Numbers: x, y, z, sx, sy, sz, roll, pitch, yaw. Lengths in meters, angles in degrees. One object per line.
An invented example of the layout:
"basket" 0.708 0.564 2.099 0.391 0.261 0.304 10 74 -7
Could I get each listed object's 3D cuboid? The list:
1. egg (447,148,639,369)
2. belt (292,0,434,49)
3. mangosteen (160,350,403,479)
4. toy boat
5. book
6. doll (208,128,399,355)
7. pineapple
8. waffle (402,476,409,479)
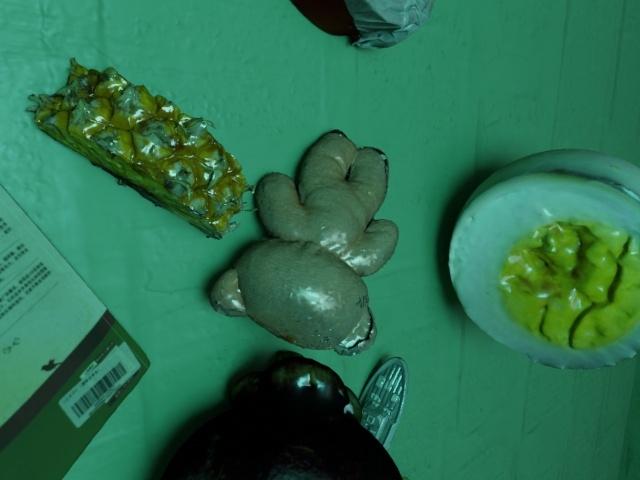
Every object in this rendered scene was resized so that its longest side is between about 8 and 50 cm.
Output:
"egg" 0.446 -0.001 0.861 0.340 0.355 0.354 -32 120 -51
"belt" 0.039 -0.396 0.558 0.227 0.115 0.323 -49 127 -21
"mangosteen" -0.036 0.293 0.531 0.297 0.297 0.313 20 89 -42
"toy boat" 0.081 0.314 0.776 0.085 0.078 0.260 36 78 -55
"book" -0.286 0.086 0.400 0.201 0.026 0.289 -56 131 -43
"doll" 0.000 0.000 0.622 0.201 0.156 0.303 23 59 -2
"pineapple" -0.146 -0.078 0.455 0.233 0.135 0.079 40 72 -38
"waffle" 0.168 0.524 0.898 0.046 0.161 0.192 -37 151 -37
